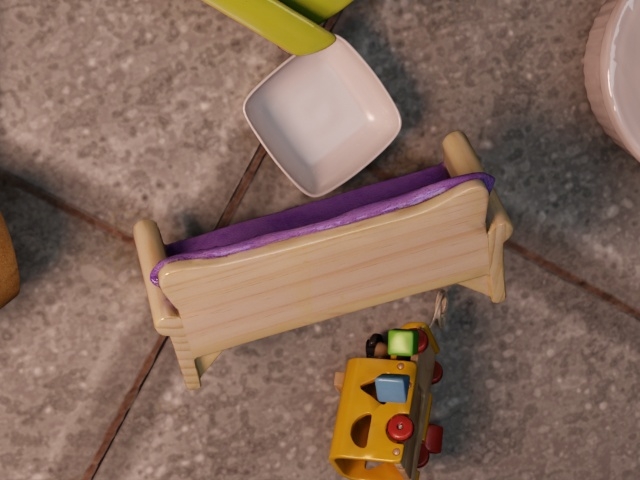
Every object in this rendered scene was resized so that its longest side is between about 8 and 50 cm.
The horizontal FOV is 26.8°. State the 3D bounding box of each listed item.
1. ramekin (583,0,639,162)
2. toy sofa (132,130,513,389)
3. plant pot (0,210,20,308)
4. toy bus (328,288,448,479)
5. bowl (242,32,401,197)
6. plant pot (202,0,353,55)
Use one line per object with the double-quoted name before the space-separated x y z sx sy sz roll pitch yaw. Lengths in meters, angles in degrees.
"ramekin" 0.416 -0.192 1.475 0.273 0.127 0.273 -2 98 -12
"toy sofa" 0.000 0.000 1.356 0.362 0.150 0.177 -16 135 -4
"plant pot" -0.430 0.039 1.295 0.254 0.237 0.237 -18 102 -24
"toy bus" 0.068 0.166 1.463 0.104 0.202 0.191 3 107 18
"bowl" -0.001 -0.134 1.432 0.142 0.053 0.142 -39 104 -4
"plant pot" -0.045 -0.311 1.312 0.228 0.227 0.207 30 97 -15
